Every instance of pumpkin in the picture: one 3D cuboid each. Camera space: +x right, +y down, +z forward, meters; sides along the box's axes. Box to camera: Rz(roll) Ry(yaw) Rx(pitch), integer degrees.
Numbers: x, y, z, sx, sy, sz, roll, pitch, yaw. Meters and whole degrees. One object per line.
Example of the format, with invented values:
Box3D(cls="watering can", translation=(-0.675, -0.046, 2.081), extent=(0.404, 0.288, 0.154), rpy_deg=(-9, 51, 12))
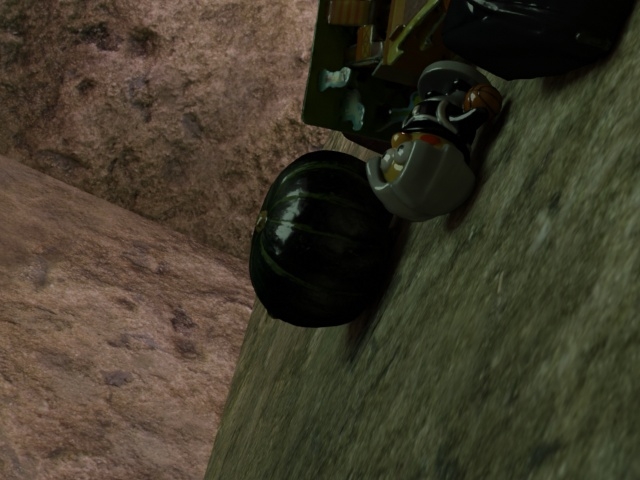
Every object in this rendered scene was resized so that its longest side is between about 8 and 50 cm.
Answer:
Box3D(cls="pumpkin", translation=(0.000, 0.000, 1.808), extent=(0.323, 0.241, 0.323), rpy_deg=(-159, 90, -85))

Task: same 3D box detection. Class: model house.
Box3D(cls="model house", translation=(0.146, -0.343, 1.810), extent=(0.313, 0.242, 0.358), rpy_deg=(10, 89, 61))

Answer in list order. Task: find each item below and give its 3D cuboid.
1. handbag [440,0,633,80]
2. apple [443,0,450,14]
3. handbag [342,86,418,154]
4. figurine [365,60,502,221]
Box3D(cls="handbag", translation=(0.263, -0.348, 1.165), extent=(0.275, 0.178, 0.302), rpy_deg=(-147, 81, -81))
Box3D(cls="apple", translation=(0.248, -0.332, 1.385), extent=(0.139, 0.163, 0.163), rpy_deg=(-52, 9, 11))
Box3D(cls="handbag", translation=(0.135, -0.273, 2.125), extent=(0.135, 0.146, 0.225), rpy_deg=(-65, 8, -17))
Box3D(cls="figurine", translation=(0.169, -0.137, 1.445), extent=(0.176, 0.133, 0.236), rpy_deg=(-21, 36, 54))
